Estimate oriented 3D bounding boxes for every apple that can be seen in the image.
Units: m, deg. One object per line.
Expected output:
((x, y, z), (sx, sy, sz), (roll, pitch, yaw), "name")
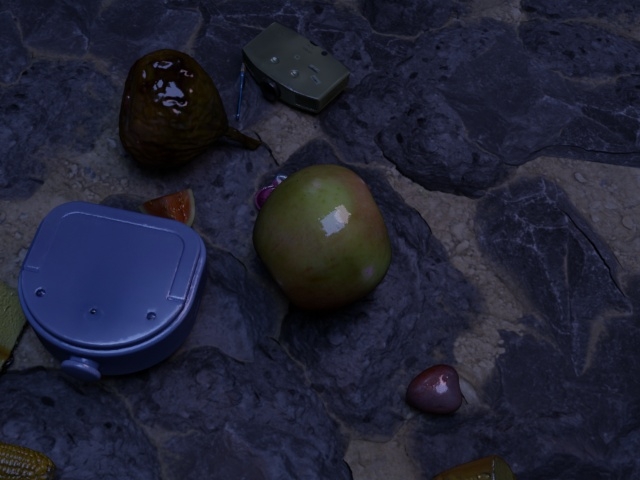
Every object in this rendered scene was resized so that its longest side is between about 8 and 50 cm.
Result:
((0.000, 0.000, 1.693), (0.277, 0.319, 0.319), (-25, 65, -5), "apple")

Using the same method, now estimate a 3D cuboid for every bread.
((-0.736, 0.205, 1.607), (0.178, 0.142, 0.266), (7, 56, 16), "bread")
((0.327, 0.521, 1.570), (0.160, 0.169, 0.140), (26, 50, -40), "bread")

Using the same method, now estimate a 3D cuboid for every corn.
((-0.664, 0.422, 1.489), (0.312, 0.102, 0.102), (17, 59, 2), "corn")

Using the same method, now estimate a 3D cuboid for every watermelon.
((-0.365, -0.077, 1.817), (0.135, 0.094, 0.125), (2, 67, 0), "watermelon")

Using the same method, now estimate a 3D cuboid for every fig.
((-0.306, -0.301, 1.897), (0.368, 0.286, 0.286), (12, 54, -35), "fig")

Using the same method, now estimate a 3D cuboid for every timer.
((-0.445, 0.119, 1.645), (0.394, 0.173, 0.395), (4, 59, -6), "timer")

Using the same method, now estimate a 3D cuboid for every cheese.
((-0.109, -0.111, 1.897), (0.095, 0.038, 0.145), (20, 54, 4), "cheese")

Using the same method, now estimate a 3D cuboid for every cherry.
((0.251, 0.322, 1.655), (0.126, 0.087, 0.106), (-21, 60, -21), "cherry")

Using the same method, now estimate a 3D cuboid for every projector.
((-0.077, -0.450, 2.069), (0.269, 0.088, 0.193), (37, 64, 15), "projector")

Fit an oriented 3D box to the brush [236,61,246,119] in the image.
((-0.211, -0.391, 2.046), (0.014, 0.051, 0.164), (3, 67, 1), "brush")
